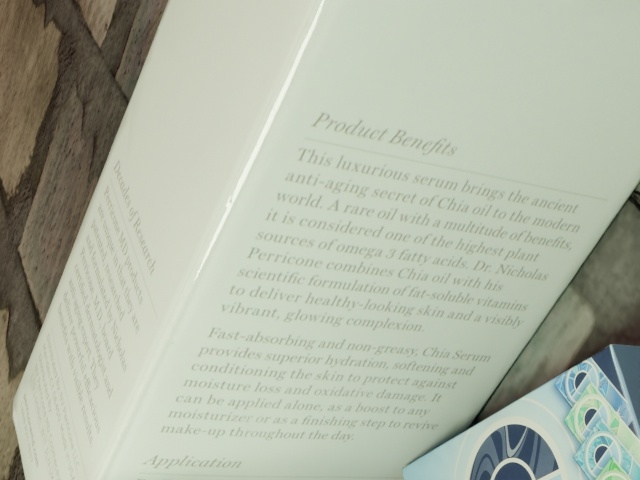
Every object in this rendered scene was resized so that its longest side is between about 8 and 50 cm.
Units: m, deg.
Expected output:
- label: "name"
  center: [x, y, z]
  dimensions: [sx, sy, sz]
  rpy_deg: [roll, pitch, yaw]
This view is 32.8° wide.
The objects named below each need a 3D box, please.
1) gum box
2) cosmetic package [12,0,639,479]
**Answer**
- label: "gum box"
  center: [0.123, 0.163, 0.570]
  dimensions: [0.184, 0.041, 0.156]
  rpy_deg: [-42, 48, 45]
- label: "cosmetic package"
  center: [0.000, 0.000, 0.629]
  dimensions: [0.453, 0.230, 0.161]
  rpy_deg: [-61, 37, 29]
